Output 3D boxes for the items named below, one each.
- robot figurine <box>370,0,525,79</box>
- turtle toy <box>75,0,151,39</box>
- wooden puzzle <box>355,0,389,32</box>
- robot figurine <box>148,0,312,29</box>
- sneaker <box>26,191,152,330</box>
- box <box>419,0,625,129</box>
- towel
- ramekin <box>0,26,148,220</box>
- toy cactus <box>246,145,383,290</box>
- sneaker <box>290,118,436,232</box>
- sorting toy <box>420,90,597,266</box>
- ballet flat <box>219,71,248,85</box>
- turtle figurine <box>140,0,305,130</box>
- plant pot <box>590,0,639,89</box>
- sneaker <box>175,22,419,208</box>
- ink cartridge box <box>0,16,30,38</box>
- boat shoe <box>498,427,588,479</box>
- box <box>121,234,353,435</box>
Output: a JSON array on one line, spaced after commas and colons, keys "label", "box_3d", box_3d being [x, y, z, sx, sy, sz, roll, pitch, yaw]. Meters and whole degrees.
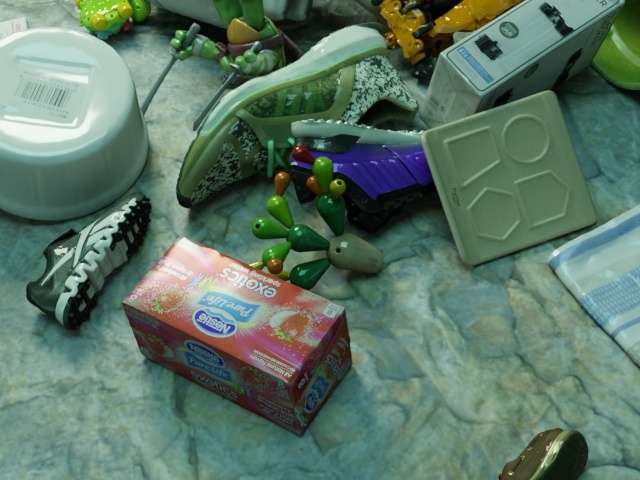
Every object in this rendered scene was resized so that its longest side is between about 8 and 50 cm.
[{"label": "robot figurine", "box_3d": [0.216, -0.375, 1.684, 0.085, 0.291, 0.211, -16, 77, -56]}, {"label": "turtle toy", "box_3d": [-0.349, -0.387, 1.878, 0.130, 0.066, 0.095, -26, 51, -15]}, {"label": "wooden puzzle", "box_3d": [0.015, -0.547, 1.799, 0.080, 0.348, 0.322, -31, 40, 30]}, {"label": "robot figurine", "box_3d": [-0.177, -0.462, 1.831, 0.354, 0.199, 0.300, 22, 16, 25]}, {"label": "sneaker", "box_3d": [-0.323, 0.012, 1.520, 0.106, 0.078, 0.234, 18, 56, 18]}, {"label": "box", "box_3d": [0.291, -0.263, 1.608, 0.290, 0.169, 0.087, -34, 72, -22]}, {"label": "towel", "box_3d": [0.449, 0.068, 1.399, 0.209, 0.034, 0.285, -26, 51, -13]}, {"label": "ramekin", "box_3d": [-0.393, -0.180, 1.614, 0.277, 0.135, 0.277, 3, 59, -5]}, {"label": "toy cactus", "box_3d": [0.000, 0.000, 1.447, 0.181, 0.112, 0.218, 17, 88, -18]}, {"label": "sneaker", "box_3d": [0.096, -0.079, 1.538, 0.294, 0.102, 0.146, 6, 84, -11]}, {"label": "sorting toy", "box_3d": [0.254, -0.084, 1.497, 0.208, 0.038, 0.193, -19, 90, -11]}, {"label": "ballet flat", "box_3d": [-0.107, -0.275, 1.766, 0.114, 0.041, 0.041, -6, 49, 3]}, {"label": "turtle figurine", "box_3d": [-0.154, -0.304, 1.632, 0.275, 0.266, 0.198, -9, 16, -6]}, {"label": "plant pot", "box_3d": [0.554, -0.383, 1.652, 0.254, 0.276, 0.276, -15, 48, -21]}, {"label": "sneaker", "box_3d": [-0.022, -0.153, 1.596, 0.410, 0.158, 0.182, -36, 71, -16]}, {"label": "ink cartridge box", "box_3d": [-0.532, -0.302, 1.827, 0.198, 0.067, 0.115, -14, 48, -5]}, {"label": "boat shoe", "box_3d": [0.229, 0.279, 1.233, 0.178, 0.064, 0.060, -43, 26, -28]}, {"label": "box", "box_3d": [-0.101, 0.114, 1.371, 0.257, 0.122, 0.128, 23, 57, 25]}]
